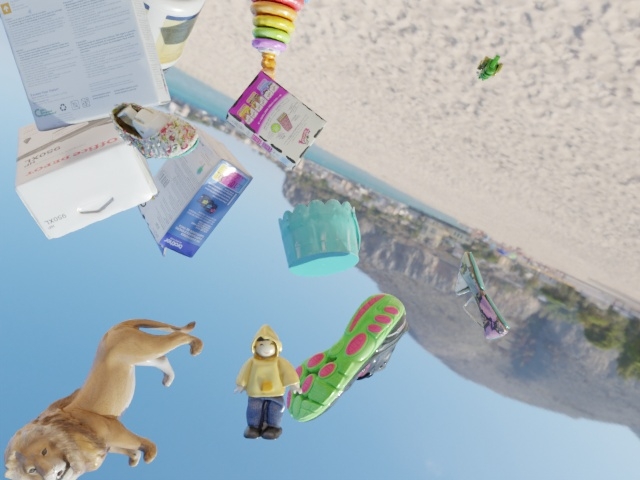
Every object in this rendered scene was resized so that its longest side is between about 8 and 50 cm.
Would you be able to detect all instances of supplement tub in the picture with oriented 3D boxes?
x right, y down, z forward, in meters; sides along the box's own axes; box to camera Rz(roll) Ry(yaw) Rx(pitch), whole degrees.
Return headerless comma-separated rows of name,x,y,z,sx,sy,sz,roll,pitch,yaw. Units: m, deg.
supplement tub,-0.484,-0.642,1.646,0.228,0.228,0.316,22,144,-21

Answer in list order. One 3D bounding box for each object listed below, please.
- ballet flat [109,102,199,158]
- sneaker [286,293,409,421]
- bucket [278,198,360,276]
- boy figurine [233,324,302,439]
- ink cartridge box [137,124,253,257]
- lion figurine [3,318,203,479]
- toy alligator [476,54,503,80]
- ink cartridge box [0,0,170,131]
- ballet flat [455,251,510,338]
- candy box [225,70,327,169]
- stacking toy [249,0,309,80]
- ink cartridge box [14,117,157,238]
ballet flat,-0.297,-0.191,0.972,0.241,0.091,0.077,18,155,46
sneaker,0.099,0.383,1.743,0.202,0.483,0.185,48,178,-40
bucket,0.000,0.000,1.933,0.281,0.183,0.281,-7,159,-3
boy figurine,-0.135,0.365,1.487,0.177,0.285,0.092,5,-179,5
ink cartridge box,-0.430,-0.135,1.831,0.151,0.395,0.270,33,-169,-44
lion figurine,-0.397,0.282,1.080,0.240,0.392,0.142,34,144,-26
toy alligator,0.481,-0.490,1.664,0.056,0.051,0.189,25,179,-1
ink cartridge box,-0.535,-0.439,1.284,0.324,0.330,0.071,-8,-166,14
ballet flat,0.376,0.136,1.384,0.077,0.079,0.221,23,-138,-62
candy box,-0.122,-0.331,1.583,0.233,0.159,0.071,37,167,-7
stacking toy,-0.144,-0.611,1.691,0.165,0.302,0.175,10,-171,10
ink cartridge box,-0.617,-0.211,1.492,0.395,0.285,0.166,52,164,51
